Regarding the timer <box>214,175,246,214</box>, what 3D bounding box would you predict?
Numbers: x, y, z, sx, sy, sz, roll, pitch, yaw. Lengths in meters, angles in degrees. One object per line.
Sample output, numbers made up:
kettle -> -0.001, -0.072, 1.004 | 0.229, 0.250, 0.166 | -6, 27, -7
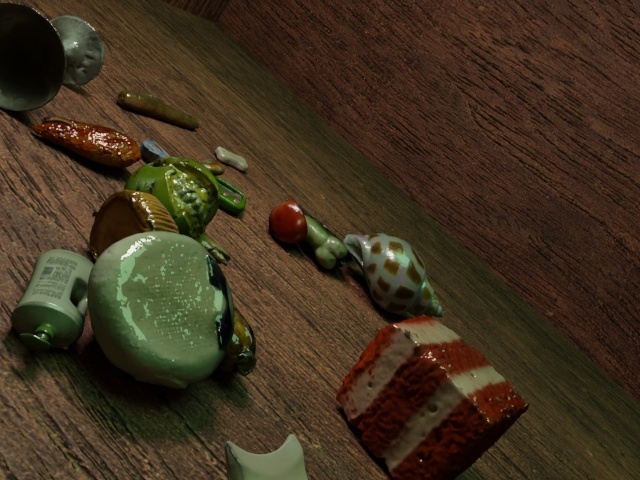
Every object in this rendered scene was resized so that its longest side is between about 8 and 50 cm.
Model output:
timer -> -0.291, -0.137, 2.086 | 0.140, 0.047, 0.128 | 32, 22, -15

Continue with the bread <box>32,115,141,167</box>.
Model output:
bread -> -0.593, -0.261, 1.779 | 0.269, 0.095, 0.139 | 25, 15, -20

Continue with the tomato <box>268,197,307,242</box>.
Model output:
tomato -> -0.109, -0.053, 2.105 | 0.091, 0.159, 0.139 | -22, 94, -24

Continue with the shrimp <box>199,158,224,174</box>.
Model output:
shrimp -> -0.382, -0.230, 2.138 | 0.166, 0.049, 0.161 | 5, 12, -21

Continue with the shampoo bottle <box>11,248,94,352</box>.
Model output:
shampoo bottle -> -0.456, 0.111, 1.182 | 0.118, 0.087, 0.234 | 29, 21, -21

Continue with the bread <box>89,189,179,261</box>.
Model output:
bread -> -0.381, -0.004, 1.428 | 0.199, 0.199, 0.104 | 48, 21, 29

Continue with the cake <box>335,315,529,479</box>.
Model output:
cake -> 0.243, 0.358, 1.548 | 0.319, 0.270, 0.269 | 47, 21, 26

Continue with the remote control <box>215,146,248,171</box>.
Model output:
remote control -> -0.310, -0.282, 2.398 | 0.122, 0.032, 0.074 | 23, 24, -34

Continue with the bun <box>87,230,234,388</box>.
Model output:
bun -> -0.306, 0.135, 1.258 | 0.293, 0.187, 0.293 | 26, 48, -33

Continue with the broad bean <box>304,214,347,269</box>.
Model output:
broad bean -> 0.000, 0.000, 2.183 | 0.228, 0.100, 0.169 | 50, 0, 14

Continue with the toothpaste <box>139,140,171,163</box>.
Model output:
toothpaste -> -0.449, -0.213, 1.988 | 0.193, 0.044, 0.070 | 43, 22, 16

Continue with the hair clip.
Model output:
hair clip -> -0.046, 0.455, 1.102 | 0.172, 0.113, 0.282 | 12, 26, -51

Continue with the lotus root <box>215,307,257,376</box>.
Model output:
lotus root -> -0.206, 0.191, 1.396 | 0.209, 0.120, 0.120 | 47, 22, 29

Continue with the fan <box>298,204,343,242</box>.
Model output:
fan -> 0.035, -0.028, 2.384 | 0.223, 0.012, 0.294 | 41, 1, -20

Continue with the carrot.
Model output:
carrot -> -0.535, -0.439, 2.327 | 0.342, 0.070, 0.070 | 13, 31, -52

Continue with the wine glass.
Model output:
wine glass -> -0.746, -0.507, 1.857 | 0.267, 0.267, 0.406 | 34, 16, -10

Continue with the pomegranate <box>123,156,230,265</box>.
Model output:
pomegranate -> -0.330, -0.053, 1.629 | 0.236, 0.236, 0.302 | -86, 152, -67

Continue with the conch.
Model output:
conch -> 0.233, 0.115, 2.192 | 0.368, 0.197, 0.249 | 64, -12, -1
